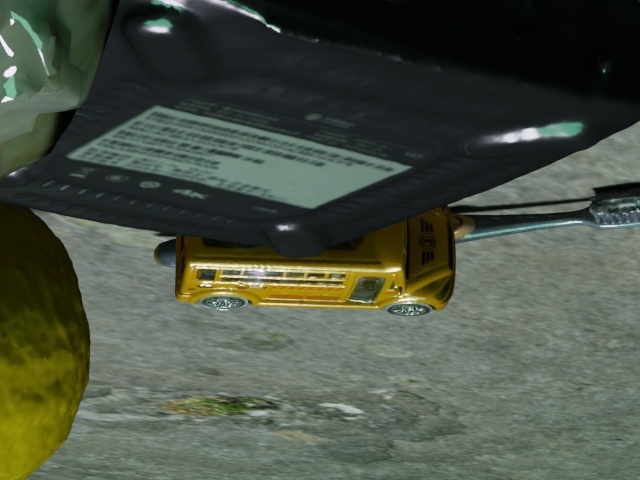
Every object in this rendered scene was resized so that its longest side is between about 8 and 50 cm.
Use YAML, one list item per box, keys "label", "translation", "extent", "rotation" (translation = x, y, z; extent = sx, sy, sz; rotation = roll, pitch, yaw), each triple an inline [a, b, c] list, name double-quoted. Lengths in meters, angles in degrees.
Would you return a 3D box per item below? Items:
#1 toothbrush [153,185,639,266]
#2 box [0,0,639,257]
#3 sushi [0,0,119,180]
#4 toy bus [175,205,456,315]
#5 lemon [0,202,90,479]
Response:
- label: "toothbrush"
  translation: [0.054, -0.006, 1.106]
  extent: [0.321, 0.023, 0.031]
  rotation: [-7, 156, 12]
- label: "box"
  translation: [-0.038, -0.064, 0.813]
  extent: [0.290, 0.073, 0.289]
  rotation: [11, 159, -36]
- label: "sushi"
  translation: [-0.222, -0.115, 0.329]
  extent: [0.329, 0.285, 0.328]
  rotation: [-32, 158, 18]
- label: "toy bus"
  translation: [0.000, 0.000, 1.040]
  extent: [0.162, 0.069, 0.074]
  rotation: [2, 161, -8]
- label: "lemon"
  translation: [-0.227, 0.054, 0.983]
  extent: [0.231, 0.192, 0.192]
  rotation: [1, 166, -42]
